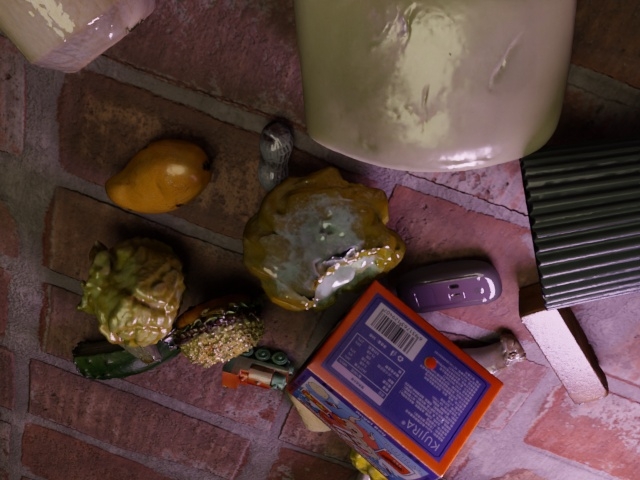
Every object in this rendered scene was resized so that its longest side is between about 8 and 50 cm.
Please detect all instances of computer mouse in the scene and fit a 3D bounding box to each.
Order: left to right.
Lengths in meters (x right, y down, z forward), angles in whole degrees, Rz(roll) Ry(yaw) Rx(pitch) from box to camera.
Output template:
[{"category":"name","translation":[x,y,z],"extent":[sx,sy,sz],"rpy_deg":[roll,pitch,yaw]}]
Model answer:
[{"category":"computer mouse","translation":[0.287,0.103,1.647],"extent":[0.232,0.057,0.120],"rpy_deg":[-11,123,19]}]

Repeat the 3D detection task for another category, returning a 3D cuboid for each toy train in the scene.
[{"category":"toy train","translation":[-0.160,0.337,1.902],"extent":[0.175,0.118,0.074],"rpy_deg":[15,132,6]}]

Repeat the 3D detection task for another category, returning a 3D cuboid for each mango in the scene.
[{"category":"mango","translation":[-0.347,-0.138,1.599],"extent":[0.262,0.109,0.157],"rpy_deg":[-14,132,29]}]

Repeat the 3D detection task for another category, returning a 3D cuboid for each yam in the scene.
[{"category":"yam","translation":[-0.495,0.206,1.851],"extent":[0.106,0.106,0.259],"rpy_deg":[-24,93,29]}]

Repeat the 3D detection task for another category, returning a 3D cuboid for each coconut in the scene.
[{"category":"coconut","translation":[-0.453,-0.460,1.269],"extent":[0.322,0.323,0.323],"rpy_deg":[7,128,9]}]

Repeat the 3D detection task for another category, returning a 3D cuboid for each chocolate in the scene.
[{"category":"chocolate","translation":[-0.094,-0.174,1.526],"extent":[0.072,0.072,0.167],"rpy_deg":[12,129,5]}]

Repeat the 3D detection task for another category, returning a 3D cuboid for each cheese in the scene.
[{"category":"cheese","translation":[-0.011,0.422,1.947],"extent":[0.123,0.094,0.167],"rpy_deg":[-15,126,13]}]

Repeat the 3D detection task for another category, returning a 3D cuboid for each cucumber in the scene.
[{"category":"cucumber","translation":[-0.505,0.312,1.988],"extent":[0.325,0.105,0.145],"rpy_deg":[-16,120,21]}]

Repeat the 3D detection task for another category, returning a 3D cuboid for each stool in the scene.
[{"category":"stool","translation":[0.533,-0.043,1.280],"extent":[0.330,0.297,0.297],"rpy_deg":[-9,124,15]}]

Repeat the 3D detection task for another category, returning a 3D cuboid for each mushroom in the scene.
[{"category":"mushroom","translation":[0.378,0.301,1.752],"extent":[0.225,0.093,0.116],"rpy_deg":[-22,97,35]}]

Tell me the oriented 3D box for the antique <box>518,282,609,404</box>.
[{"category":"antique","translation":[0.548,0.234,1.654],"extent":[0.087,0.093,0.310],"rpy_deg":[-23,118,28]}]

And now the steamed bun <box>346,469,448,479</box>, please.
[{"category":"steamed bun","translation":[0.233,0.760,2.023],"extent":[0.367,0.255,0.342],"rpy_deg":[43,92,10]}]

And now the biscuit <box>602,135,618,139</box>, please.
[{"category":"biscuit","translation":[0.609,-0.078,1.432],"extent":[0.186,0.044,0.295],"rpy_deg":[-25,115,26]}]

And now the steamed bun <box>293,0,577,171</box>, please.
[{"category":"steamed bun","translation":[0.178,-0.305,1.215],"extent":[0.455,0.290,0.371],"rpy_deg":[3,126,12]}]

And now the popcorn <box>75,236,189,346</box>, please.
[{"category":"popcorn","translation":[-0.427,0.114,1.704],"extent":[0.224,0.257,0.270],"rpy_deg":[-42,70,30]}]

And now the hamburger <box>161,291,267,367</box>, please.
[{"category":"hamburger","translation":[-0.239,0.216,1.759],"extent":[0.243,0.261,0.139],"rpy_deg":[-30,75,30]}]

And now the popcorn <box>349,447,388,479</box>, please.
[{"category":"popcorn","translation":[0.180,0.489,1.856],"extent":[0.241,0.235,0.250],"rpy_deg":[-4,104,20]}]

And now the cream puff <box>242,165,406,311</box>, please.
[{"category":"cream puff","translation":[-0.009,-0.001,1.536],"extent":[0.323,0.270,0.274],"rpy_deg":[-28,83,-10]}]

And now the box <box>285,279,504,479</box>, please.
[{"category":"box","translation":[0.143,0.320,1.600],"extent":[0.348,0.257,0.318],"rpy_deg":[39,158,3]}]
